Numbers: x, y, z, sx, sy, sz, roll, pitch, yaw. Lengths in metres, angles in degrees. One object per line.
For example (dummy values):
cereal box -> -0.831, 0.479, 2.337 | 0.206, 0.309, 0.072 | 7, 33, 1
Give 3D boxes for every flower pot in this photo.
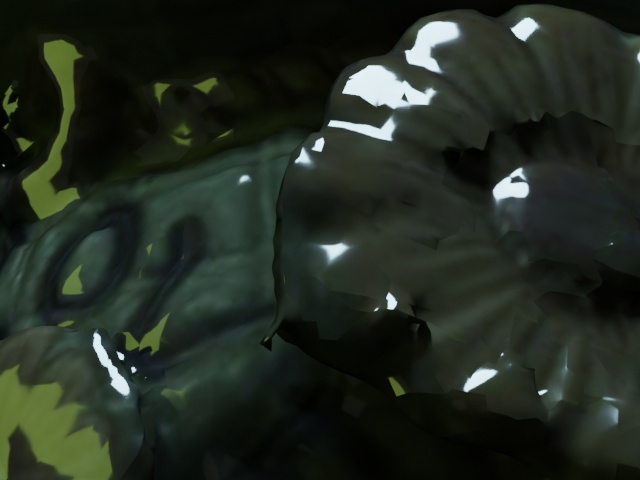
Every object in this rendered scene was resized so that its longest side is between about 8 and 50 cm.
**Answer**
flower pot -> 0.012, 0.038, 0.447 | 0.302, 0.302, 0.213 | 134, 132, -61
